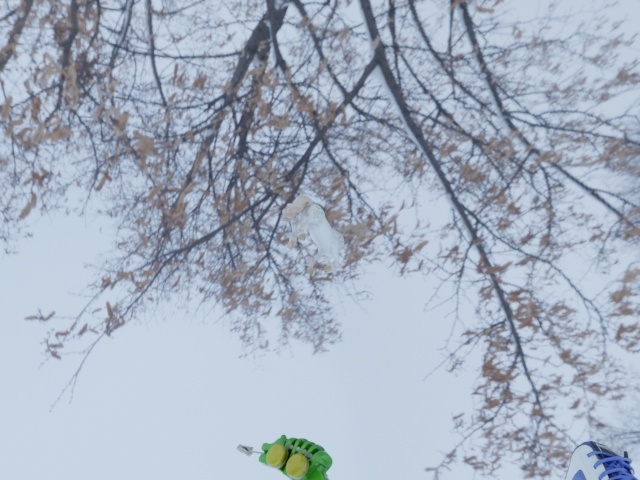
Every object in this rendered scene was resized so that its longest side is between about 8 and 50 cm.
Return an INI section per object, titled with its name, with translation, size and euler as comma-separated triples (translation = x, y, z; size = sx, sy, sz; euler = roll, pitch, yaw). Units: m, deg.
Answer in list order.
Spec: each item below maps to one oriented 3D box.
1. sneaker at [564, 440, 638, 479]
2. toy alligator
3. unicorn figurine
[sneaker]
translation = 0.504, 0.437, 0.939
size = 0.128, 0.315, 0.182
euler = 13, -114, -7
[toy alligator]
translation = -0.041, 0.276, 0.710
size = 0.056, 0.190, 0.051
euler = 49, -120, -31
[unicorn figurine]
translation = 0.000, 0.000, 0.824
size = 0.060, 0.161, 0.111
euler = -2, -144, 22
